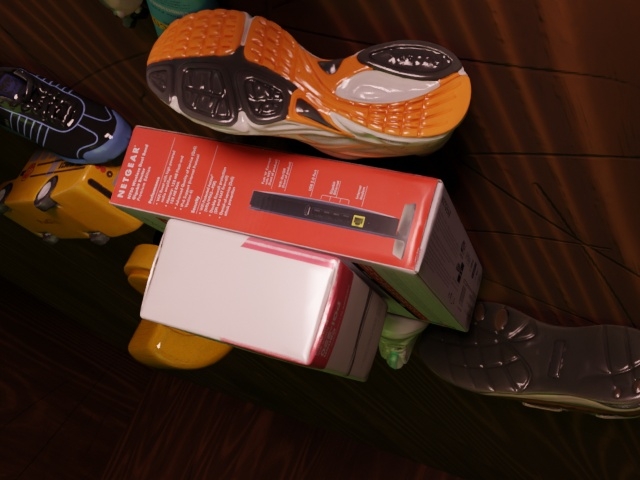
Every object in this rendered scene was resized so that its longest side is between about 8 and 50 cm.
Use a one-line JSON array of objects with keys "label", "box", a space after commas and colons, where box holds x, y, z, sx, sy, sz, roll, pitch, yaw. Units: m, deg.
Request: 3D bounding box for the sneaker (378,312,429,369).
[{"label": "sneaker", "box": [0.105, 0.129, 1.000, 0.080, 0.094, 0.212, 11, -179, 10]}]

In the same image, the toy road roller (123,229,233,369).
[{"label": "toy road roller", "box": [-0.135, 0.104, 1.099, 0.329, 0.241, 0.202, 33, 159, -20]}]

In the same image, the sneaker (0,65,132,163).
[{"label": "sneaker", "box": [-0.344, -0.160, 0.918, 0.232, 0.081, 0.090, 17, 164, 22]}]

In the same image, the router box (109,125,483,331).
[{"label": "router box", "box": [0.000, 0.000, 0.787, 0.301, 0.082, 0.335, 13, 170, 20]}]

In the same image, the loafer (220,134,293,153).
[{"label": "loafer", "box": [-0.084, -0.088, 0.832, 0.050, 0.056, 0.148, 43, 154, -27]}]

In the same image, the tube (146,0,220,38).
[{"label": "tube", "box": [-0.115, -0.204, 0.602, 0.080, 0.052, 0.207, 27, 166, 8]}]

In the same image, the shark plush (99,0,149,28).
[{"label": "shark plush", "box": [-0.175, -0.232, 0.631, 0.067, 0.073, 0.161, 42, -177, 9]}]

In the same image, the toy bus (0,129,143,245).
[{"label": "toy bus", "box": [-0.357, -0.074, 1.075, 0.332, 0.130, 0.108, 0, 149, 49]}]

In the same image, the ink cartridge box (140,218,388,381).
[{"label": "ink cartridge box", "box": [-0.039, 0.063, 0.686, 0.158, 0.092, 0.218, 13, 172, 18]}]

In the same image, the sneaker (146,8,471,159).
[{"label": "sneaker", "box": [-0.013, -0.110, 0.615, 0.262, 0.099, 0.121, 13, 168, 9]}]

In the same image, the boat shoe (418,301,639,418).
[{"label": "boat shoe", "box": [0.282, 0.165, 0.950, 0.324, 0.122, 0.120, 8, 157, 40]}]
